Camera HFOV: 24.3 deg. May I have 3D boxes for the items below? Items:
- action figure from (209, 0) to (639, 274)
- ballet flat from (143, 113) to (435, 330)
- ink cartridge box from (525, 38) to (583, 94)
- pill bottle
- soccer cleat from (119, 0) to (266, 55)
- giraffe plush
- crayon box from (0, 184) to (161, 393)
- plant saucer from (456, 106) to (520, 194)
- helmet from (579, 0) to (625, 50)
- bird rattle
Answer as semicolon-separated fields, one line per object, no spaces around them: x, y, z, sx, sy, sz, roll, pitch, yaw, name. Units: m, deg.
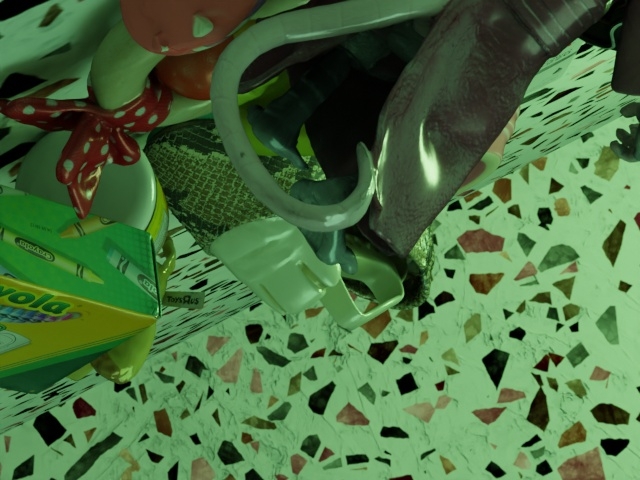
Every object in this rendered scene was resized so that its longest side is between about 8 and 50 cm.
0.106;-0.166;0.881;0.370;0.248;0.275;-37;162;9;action figure
0.000;0.000;1.533;0.164;0.182;0.483;-21;162;25;ballet flat
0.179;-0.198;1.534;0.158;0.092;0.218;-26;172;-2;ink cartridge box
-0.196;-0.028;1.313;0.117;0.117;0.215;-25;174;-5;pill bottle
-0.029;-0.186;0.877;0.095;0.083;0.248;-26;173;-47;soccer cleat
-0.264;0.060;1.671;0.210;0.181;0.170;-17;157;26;giraffe plush
-0.278;0.028;1.115;0.165;0.081;0.278;-31;146;35;crayon box
0.088;-0.095;1.794;0.332;0.084;0.332;-15;167;-4;plant saucer
0.292;-0.243;1.322;0.169;0.169;0.161;-25;-179;-8;helmet
-0.100;-0.130;1.064;0.253;0.143;0.207;-8;155;-25;bird rattle
